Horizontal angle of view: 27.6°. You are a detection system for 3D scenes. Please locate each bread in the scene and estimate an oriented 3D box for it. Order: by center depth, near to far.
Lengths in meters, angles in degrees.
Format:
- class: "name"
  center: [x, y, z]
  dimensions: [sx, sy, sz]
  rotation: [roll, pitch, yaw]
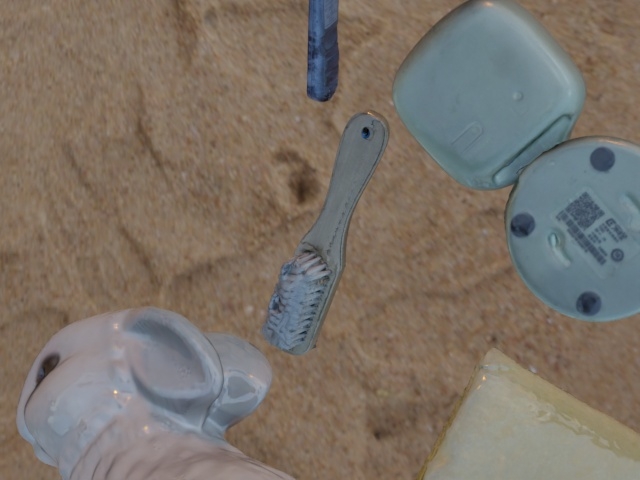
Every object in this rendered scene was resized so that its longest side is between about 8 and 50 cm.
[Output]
- class: "bread"
  center: [0.119, 0.149, 0.585]
  dimensions: [0.178, 0.060, 0.139]
  rotation: [31, 73, 6]

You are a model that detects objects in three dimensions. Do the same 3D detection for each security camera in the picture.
- class: "security camera"
  center: [0.192, -0.068, 1.112]
  dimensions: [0.157, 0.080, 0.301]
  rotation: [-43, 81, 23]

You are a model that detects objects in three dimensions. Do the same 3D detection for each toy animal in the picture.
- class: "toy animal"
  center: [-0.105, 0.179, 0.943]
  dimensions: [0.194, 0.357, 0.258]
  rotation: [10, 128, -41]

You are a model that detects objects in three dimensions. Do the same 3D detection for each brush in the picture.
- class: "brush"
  center: [0.000, 0.000, 1.507]
  dimensions: [0.070, 0.065, 0.327]
  rotation: [31, 117, 19]

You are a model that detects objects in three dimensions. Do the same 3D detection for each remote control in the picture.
- class: "remote control"
  center: [0.004, -0.212, 1.366]
  dimensions: [0.043, 0.027, 0.152]
  rotation: [-42, 145, -38]
